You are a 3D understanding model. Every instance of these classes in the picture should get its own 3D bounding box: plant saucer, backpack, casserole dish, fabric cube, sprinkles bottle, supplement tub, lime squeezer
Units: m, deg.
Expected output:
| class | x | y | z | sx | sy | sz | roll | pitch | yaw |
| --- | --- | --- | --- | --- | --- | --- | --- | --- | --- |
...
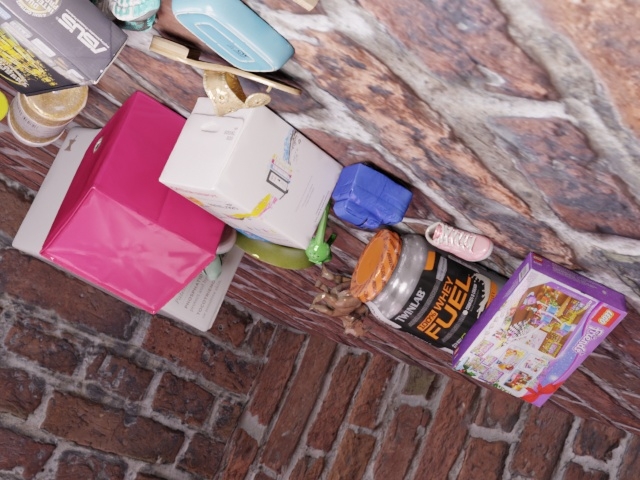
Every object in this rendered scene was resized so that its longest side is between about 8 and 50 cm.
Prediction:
| class | x | y | z | sx | sy | sz | roll | pitch | yaw |
| --- | --- | --- | --- | --- | --- | --- | --- | --- | --- |
| plant saucer | -0.109 | -0.019 | 2.064 | 0.241 | 0.037 | 0.241 | 22 | -157 | -10 |
| backpack | 0.089 | -0.068 | 1.564 | 0.120 | 0.101 | 0.098 | 23 | 176 | -19 |
| casserole dish | -0.118 | -0.272 | 1.192 | 0.114 | 0.037 | 0.188 | 12 | 165 | 45 |
| fabric cube | -0.331 | -0.067 | 1.715 | 0.259 | 0.258 | 0.254 | 32 | 136 | -21 |
| sprinkles bottle | -0.546 | -0.267 | 1.810 | 0.121 | 0.121 | 0.355 | 27 | 168 | -20 |
| supplement tub | 0.233 | 0.111 | 1.856 | 0.316 | 0.194 | 0.193 | 25 | 168 | -14 |
| lime squeezer | 0.000 | 0.000 | 1.993 | 0.058 | 0.110 | 0.310 | 3 | 167 | 5 |

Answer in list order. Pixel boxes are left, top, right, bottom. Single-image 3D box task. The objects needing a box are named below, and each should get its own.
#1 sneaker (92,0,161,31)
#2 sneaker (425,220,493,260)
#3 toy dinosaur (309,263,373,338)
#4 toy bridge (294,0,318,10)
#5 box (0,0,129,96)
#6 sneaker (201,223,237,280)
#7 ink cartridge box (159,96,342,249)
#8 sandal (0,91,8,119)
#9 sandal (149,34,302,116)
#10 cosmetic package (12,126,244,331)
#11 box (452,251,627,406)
| class | x | y | z | sx | sy | sz | roll | pitch | yaw |
| --- | --- | --- | --- | --- | --- | --- | --- | --- | --- |
| sneaker | -0.246 | -0.313 | 1.227 | 0.076 | 0.065 | 0.166 | 13 | -179 | -37 |
| sneaker | 0.249 | 0.000 | 1.679 | 0.070 | 0.051 | 0.134 | 26 | 173 | -41 |
| toy dinosaur | 0.080 | 0.166 | 2.601 | 0.200 | 0.127 | 0.296 | 16 | 156 | -2 |
| toy bridge | -0.001 | -0.285 | 0.936 | 0.063 | 0.026 | 0.188 | 29 | 167 | -18 |
| box | -0.483 | -0.358 | 1.226 | 0.395 | 0.097 | 0.318 | 42 | 159 | -31 |
| sneaker | -0.222 | 0.020 | 1.939 | 0.256 | 0.094 | 0.151 | 26 | 141 | 60 |
| ink cartridge box | -0.118 | -0.115 | 1.565 | 0.171 | 0.168 | 0.232 | 11 | 163 | 47 |
| sandal | -0.762 | -0.364 | 1.819 | 0.317 | 0.126 | 0.138 | 53 | -171 | -47 |
| sandal | -0.145 | -0.220 | 1.316 | 0.240 | 0.079 | 0.088 | 23 | -169 | 12 |
| cosmetic package | -0.426 | -0.030 | 2.146 | 0.329 | 0.327 | 0.393 | 11 | 162 | 46 |
| box | 0.406 | 0.175 | 1.722 | 0.200 | 0.057 | 0.293 | 25 | 127 | -8 |
